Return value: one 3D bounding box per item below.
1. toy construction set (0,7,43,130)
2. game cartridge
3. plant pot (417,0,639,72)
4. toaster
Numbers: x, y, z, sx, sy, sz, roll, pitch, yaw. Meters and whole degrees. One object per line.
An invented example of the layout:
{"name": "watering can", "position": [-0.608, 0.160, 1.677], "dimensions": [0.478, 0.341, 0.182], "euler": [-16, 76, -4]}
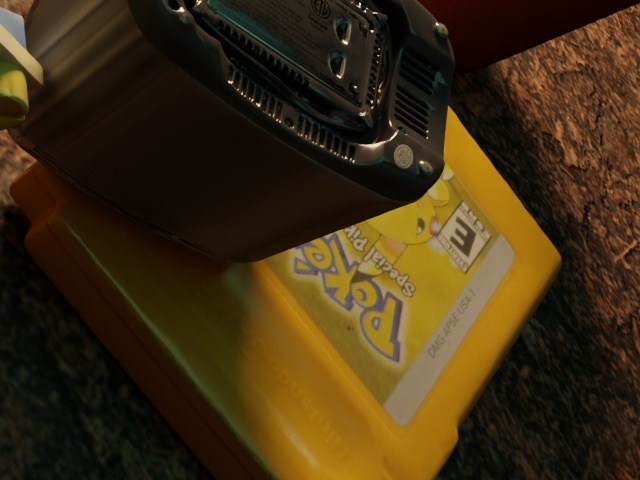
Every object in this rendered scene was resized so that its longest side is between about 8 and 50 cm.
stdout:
{"name": "toy construction set", "position": [-0.223, -0.162, 0.540], "dimensions": [0.215, 0.327, 0.151], "euler": [-5, 48, -9]}
{"name": "game cartridge", "position": [0.000, 0.000, 0.869], "dimensions": [0.285, 0.053, 0.323], "euler": [51, 41, -10]}
{"name": "plant pot", "position": [0.138, -0.284, 1.164], "dimensions": [0.236, 0.267, 0.267], "euler": [41, 30, -62]}
{"name": "toaster", "position": [-0.054, -0.082, 0.720], "dimensions": [0.227, 0.146, 0.129], "euler": [30, 50, -30]}
